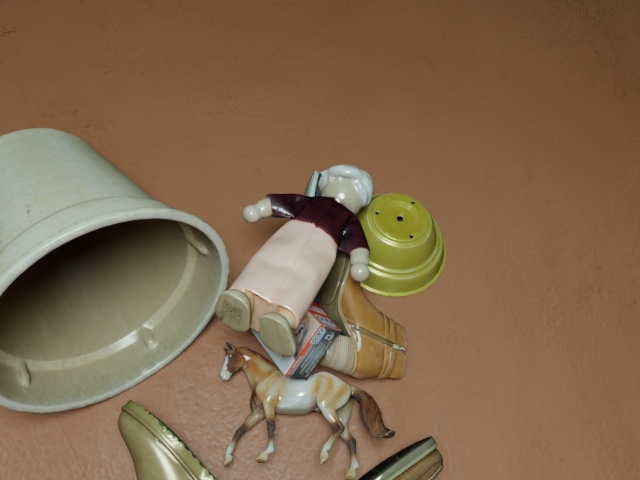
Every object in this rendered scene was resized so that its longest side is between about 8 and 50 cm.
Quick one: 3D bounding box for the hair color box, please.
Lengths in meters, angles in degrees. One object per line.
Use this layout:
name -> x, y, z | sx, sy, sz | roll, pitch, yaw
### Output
hair color box -> -0.054, 0.117, 0.809 | 0.093, 0.053, 0.167 | -56, 47, 7

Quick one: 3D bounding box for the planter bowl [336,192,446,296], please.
planter bowl -> 0.132, -0.018, 0.956 | 0.217, 0.090, 0.217 | 4, 58, -6

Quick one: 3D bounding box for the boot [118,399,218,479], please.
boot -> -0.258, 0.369, 0.664 | 0.236, 0.089, 0.269 | 39, 62, 16

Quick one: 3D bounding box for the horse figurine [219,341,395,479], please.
horse figurine -> -0.027, 0.243, 0.778 | 0.263, 0.066, 0.175 | 3, 42, 4

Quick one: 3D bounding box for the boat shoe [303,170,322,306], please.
boat shoe -> 0.000, 0.000, 0.921 | 0.079, 0.095, 0.255 | 8, 62, -8

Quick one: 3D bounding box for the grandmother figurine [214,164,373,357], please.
grandmother figurine -> -0.018, -0.003, 0.794 | 0.207, 0.104, 0.342 | 34, 50, 4

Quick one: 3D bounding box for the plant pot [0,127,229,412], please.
plant pot -> -0.351, 0.008, 0.762 | 0.333, 0.334, 0.305 | -31, 56, -24

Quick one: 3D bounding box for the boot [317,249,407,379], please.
boot -> 0.073, 0.118, 0.848 | 0.152, 0.073, 0.197 | 18, 73, -26

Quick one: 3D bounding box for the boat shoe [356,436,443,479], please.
boat shoe -> 0.051, 0.382, 0.697 | 0.307, 0.111, 0.104 | -33, 72, -14
